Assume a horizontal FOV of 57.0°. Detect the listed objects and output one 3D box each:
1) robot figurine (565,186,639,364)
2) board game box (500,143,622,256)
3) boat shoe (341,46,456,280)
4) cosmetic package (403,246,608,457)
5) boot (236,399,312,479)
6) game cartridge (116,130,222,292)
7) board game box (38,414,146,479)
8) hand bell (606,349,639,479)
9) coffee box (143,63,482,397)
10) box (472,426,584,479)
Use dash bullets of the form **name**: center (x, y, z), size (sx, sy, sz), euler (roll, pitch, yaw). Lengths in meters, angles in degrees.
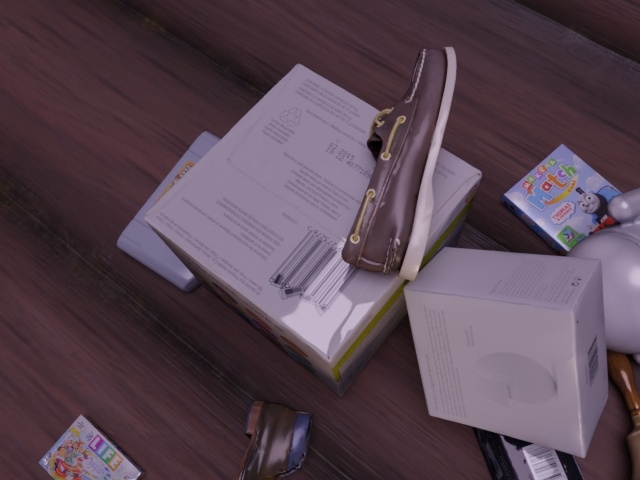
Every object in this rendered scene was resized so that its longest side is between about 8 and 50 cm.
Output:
- **robot figurine**: center (0.535, 0.054, 0.942), size (0.354, 0.200, 0.299), euler (-22, 104, -16)
- **board game box**: center (0.470, -0.057, 1.093), size (0.160, 0.039, 0.211), euler (-40, 71, -9)
- **boat shoe**: center (0.105, -0.112, 0.753), size (0.097, 0.116, 0.324), euler (11, 74, 6)
- **cosmetic package**: center (0.258, 0.142, 0.814), size (0.225, 0.223, 0.138), euler (5, 29, 37)
- **boot**: center (-0.076, 0.375, 0.961), size (0.106, 0.082, 0.219), euler (2, 68, 9)
- **game cartridge**: center (-0.231, -0.057, 1.151), size (0.198, 0.062, 0.297), euler (29, 75, 19)
- **board game box**: center (-0.392, 0.390, 1.013), size (0.154, 0.026, 0.103), euler (36, 76, 16)
- **hand bell**: center (0.507, 0.269, 0.949), size (0.126, 0.126, 0.241), euler (-11, 57, 1)
- **coffee box**: center (0.000, 0.000, 0.957), size (0.338, 0.334, 0.338), euler (36, 75, 17)
- **box**: center (0.316, 0.340, 0.896), size (0.093, 0.158, 0.155), euler (-17, 69, -4)
